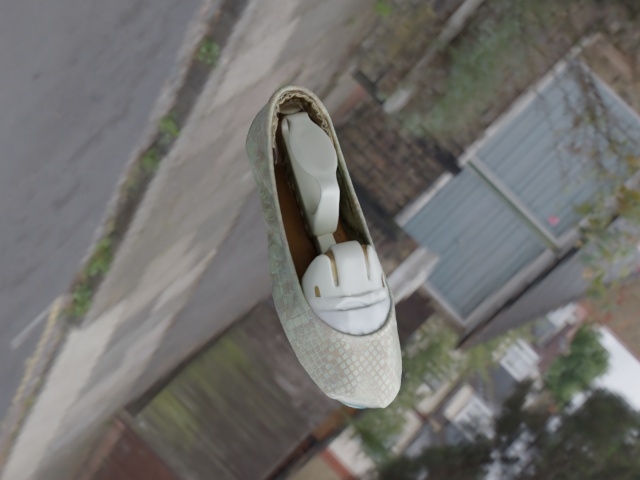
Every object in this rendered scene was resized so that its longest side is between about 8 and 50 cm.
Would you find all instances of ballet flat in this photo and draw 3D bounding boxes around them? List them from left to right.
[{"bbox_3d":[0.000,0.000,0.598,0.057,0.168,0.052,-13,158,-20],"label":"ballet flat"}]
